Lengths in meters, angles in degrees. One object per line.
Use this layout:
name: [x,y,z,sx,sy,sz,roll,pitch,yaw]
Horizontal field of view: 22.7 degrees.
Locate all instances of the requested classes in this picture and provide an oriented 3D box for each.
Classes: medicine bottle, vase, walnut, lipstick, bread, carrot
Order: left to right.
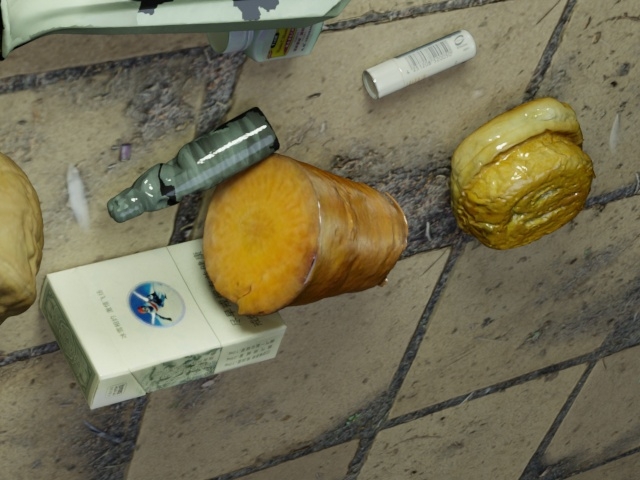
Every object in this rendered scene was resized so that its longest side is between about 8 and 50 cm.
walnut: [-0.378,0.006,1.609,0.228,0.228,0.228,-24,149,-15]
vase: [-0.142,-0.260,1.508,0.360,0.165,0.165,-14,145,-22]
vase: [-0.151,-0.080,1.840,0.211,0.060,0.060,-29,150,-5]
medicine bottle: [-0.060,-0.232,1.707,0.118,0.055,0.074,-12,145,-31]
carrot: [0.000,0.000,1.961,0.196,0.196,0.254,-48,151,24]
lipstick: [0.121,-0.213,1.920,0.141,0.040,0.040,-25,149,-14]
bread: [0.269,-0.085,2.166,0.198,0.120,0.236,-25,149,-9]

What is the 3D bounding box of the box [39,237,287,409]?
box: [-0.192,0.094,1.950,0.256,0.164,0.069,-14,146,-30]
